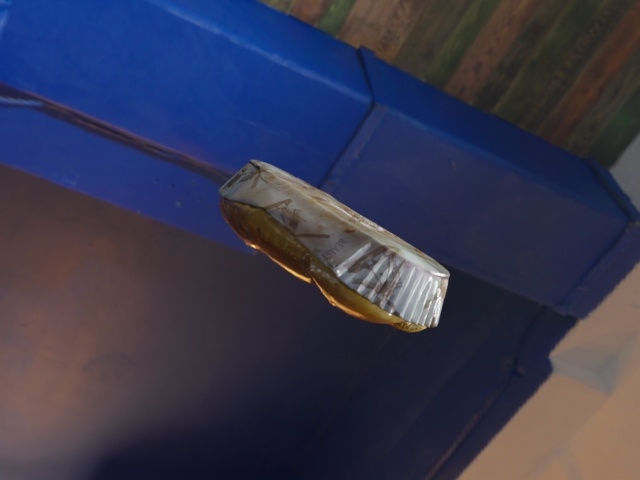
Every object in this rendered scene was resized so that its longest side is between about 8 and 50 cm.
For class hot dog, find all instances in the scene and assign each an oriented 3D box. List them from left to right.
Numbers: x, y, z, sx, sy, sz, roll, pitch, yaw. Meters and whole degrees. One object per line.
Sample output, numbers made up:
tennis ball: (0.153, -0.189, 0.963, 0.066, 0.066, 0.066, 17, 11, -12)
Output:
hot dog: (0.000, 0.000, 0.703, 0.268, 0.144, 0.075, 38, -74, 48)
